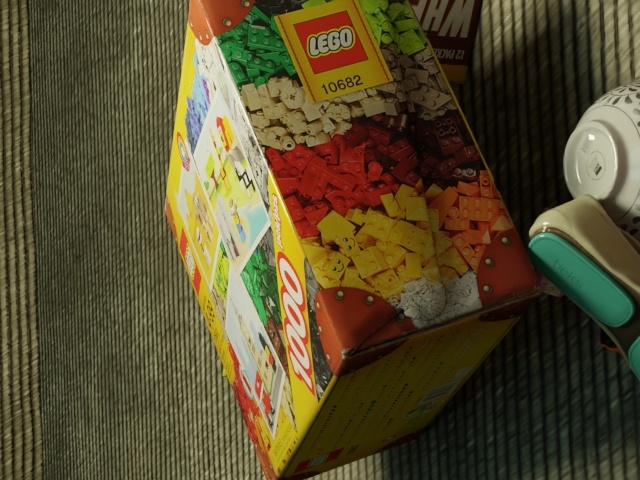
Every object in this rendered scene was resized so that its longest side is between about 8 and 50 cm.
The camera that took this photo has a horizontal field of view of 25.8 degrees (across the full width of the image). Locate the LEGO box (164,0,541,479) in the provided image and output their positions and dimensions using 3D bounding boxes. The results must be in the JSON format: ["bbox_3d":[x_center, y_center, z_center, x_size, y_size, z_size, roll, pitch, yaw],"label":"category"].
[{"bbox_3d":[0.000,0.000,1.420,0.500,0.193,0.373,111,139,-65],"label":"LEGO box"}]

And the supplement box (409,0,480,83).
[{"bbox_3d":[0.074,-0.290,1.533,0.194,0.129,0.191,39,124,55],"label":"supplement box"}]

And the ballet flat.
[{"bbox_3d":[0.282,0.061,1.189,0.248,0.086,0.086,49,143,3],"label":"ballet flat"}]

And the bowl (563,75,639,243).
[{"bbox_3d":[0.268,-0.067,1.234,0.170,0.080,0.170,2,93,61],"label":"bowl"}]

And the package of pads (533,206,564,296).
[{"bbox_3d":[0.224,0.011,1.340,0.083,0.032,0.050,-89,16,-58],"label":"package of pads"}]

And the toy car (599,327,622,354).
[{"bbox_3d":[0.279,0.061,1.284,0.040,0.060,0.122,56,-163,-39],"label":"toy car"}]

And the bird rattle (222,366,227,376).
[{"bbox_3d":[-0.033,0.064,1.801,0.207,0.143,0.254,-16,64,49],"label":"bird rattle"}]
